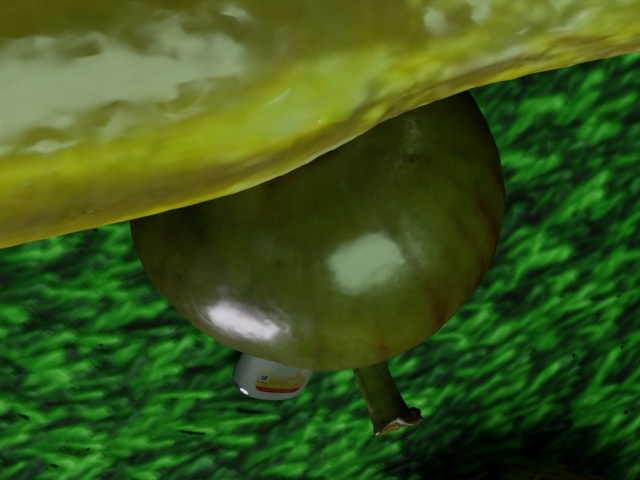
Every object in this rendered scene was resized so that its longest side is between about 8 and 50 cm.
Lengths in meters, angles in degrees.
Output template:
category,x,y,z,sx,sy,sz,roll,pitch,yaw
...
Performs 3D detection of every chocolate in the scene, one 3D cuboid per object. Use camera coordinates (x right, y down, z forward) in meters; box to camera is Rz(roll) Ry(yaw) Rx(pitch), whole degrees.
category,x,y,z,sx,sy,sz,roll,pitch,yaw
chocolate,-0.097,-0.062,0.594,0.445,0.162,0.162,-10,134,-13

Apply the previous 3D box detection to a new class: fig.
category,x,y,z,sx,sy,sz,roll,pitch,yaw
fig,0.009,-0.012,0.749,0.142,0.148,0.186,-50,169,3

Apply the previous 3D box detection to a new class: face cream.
category,x,y,z,sx,sy,sz,roll,pitch,yaw
face cream,-0.011,0.039,0.857,0.040,0.021,0.083,4,128,-32

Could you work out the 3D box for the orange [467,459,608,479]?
category,x,y,z,sx,sy,sz,roll,pitch,yaw
orange,0.116,0.230,0.999,0.234,0.182,0.234,-16,149,-10
